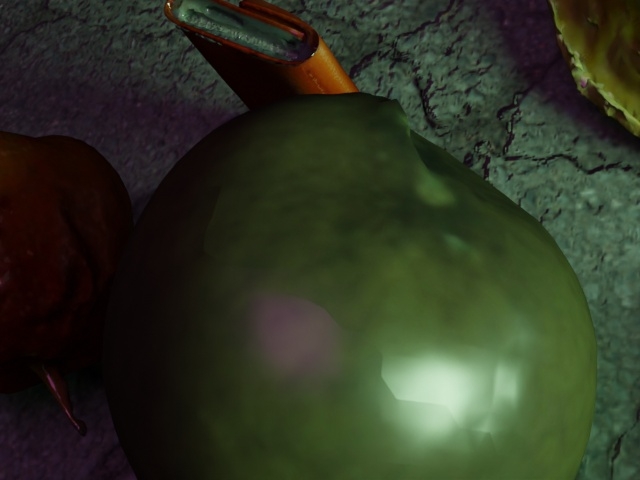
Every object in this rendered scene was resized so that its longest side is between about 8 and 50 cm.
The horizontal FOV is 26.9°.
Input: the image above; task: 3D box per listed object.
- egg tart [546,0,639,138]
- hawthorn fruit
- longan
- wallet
[{"bbox_3d":[0.333,-0.256,0.903,0.443,0.178,0.443,-11,70,30],"label":"egg tart"},{"bbox_3d":[-0.233,0.044,1.036,0.207,0.207,0.243,-26,73,10],"label":"hawthorn fruit"},{"bbox_3d":[0.015,0.069,0.826,0.318,0.319,0.319,-12,58,19],"label":"longan"},{"bbox_3d":[-0.016,-0.107,1.000,0.142,0.204,0.045,26,78,34],"label":"wallet"}]
